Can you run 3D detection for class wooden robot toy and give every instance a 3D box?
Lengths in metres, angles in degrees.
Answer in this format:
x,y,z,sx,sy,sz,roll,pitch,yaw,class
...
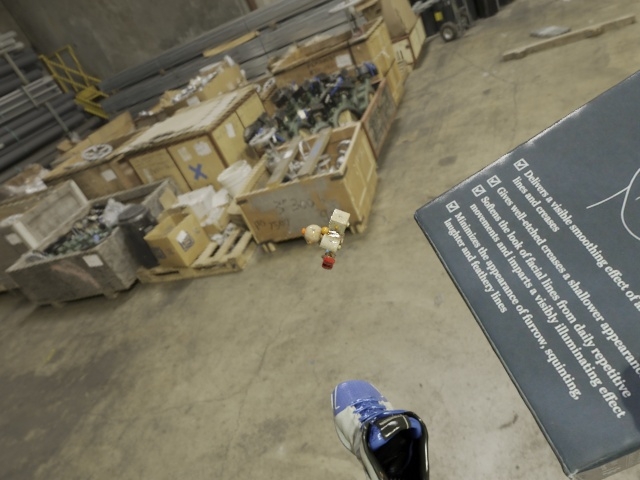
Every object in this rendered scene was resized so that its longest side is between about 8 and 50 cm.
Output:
x,y,z,sx,sy,sz,roll,pitch,yaw,class
0.000,0.000,0.877,0.079,0.173,0.076,21,66,4,wooden robot toy

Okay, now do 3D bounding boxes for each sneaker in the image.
x,y,z,sx,sy,sz,roll,pitch,yaw,class
0.112,0.326,0.807,0.127,0.182,0.315,-8,30,-12,sneaker

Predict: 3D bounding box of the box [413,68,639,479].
x,y,z,sx,sy,sz,roll,pitch,yaw,class
0.351,0.014,0.484,0.395,0.212,0.294,-32,52,14,box
